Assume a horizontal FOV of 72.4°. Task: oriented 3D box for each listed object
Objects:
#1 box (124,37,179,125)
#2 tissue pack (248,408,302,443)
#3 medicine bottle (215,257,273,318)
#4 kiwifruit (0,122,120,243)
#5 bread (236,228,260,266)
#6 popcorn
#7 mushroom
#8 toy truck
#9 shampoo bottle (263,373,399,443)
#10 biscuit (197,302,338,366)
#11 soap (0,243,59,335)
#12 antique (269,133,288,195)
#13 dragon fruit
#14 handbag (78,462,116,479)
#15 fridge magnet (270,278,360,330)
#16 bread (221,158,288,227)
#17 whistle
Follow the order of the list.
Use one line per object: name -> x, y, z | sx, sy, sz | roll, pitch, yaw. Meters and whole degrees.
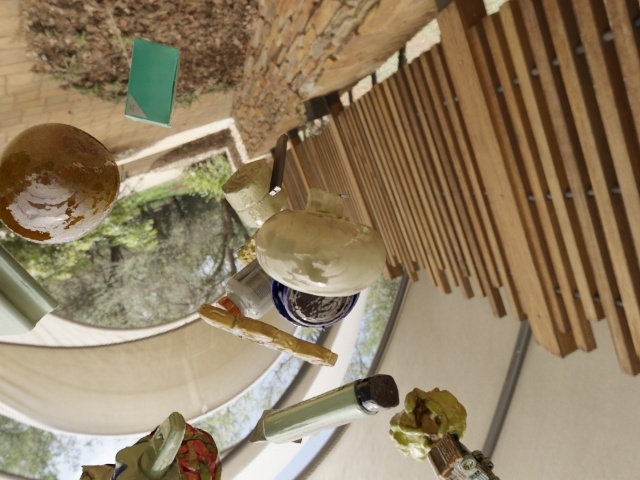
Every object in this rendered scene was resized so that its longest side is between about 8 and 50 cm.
box -> -0.474, -0.436, 1.252 | 0.118, 0.205, 0.311 | 6, -169, -19
tissue pack -> -0.128, 0.590, 1.392 | 0.192, 0.026, 0.123 | -12, -148, 26
medicine bottle -> -0.196, 0.145, 1.404 | 0.288, 0.157, 0.157 | -41, -162, -29
kiwifruit -> -0.485, -0.095, 0.799 | 0.233, 0.196, 0.196 | -32, -177, 28
bread -> -0.164, 0.050, 1.654 | 0.262, 0.163, 0.204 | 11, 128, -49
popcorn -> 0.345, 0.588, 1.397 | 0.256, 0.255, 0.195 | -31, -135, 10
mushroom -> 0.000, 0.000, 0.830 | 0.245, 0.203, 0.246 | 7, 176, 1
toy truck -> 0.390, 0.635, 1.168 | 0.140, 0.256, 0.108 | -45, -160, 7
shampoo bottle -> 0.026, 0.389, 1.001 | 0.134, 0.078, 0.359 | 17, 140, -41
biscuit -> -0.056, 0.148, 0.638 | 0.153, 0.234, 0.030 | 10, -108, 40
soap -> -0.651, 0.060, 0.824 | 0.159, 0.266, 0.088 | -9, -147, 30
antique -> -0.094, -0.177, 1.001 | 0.031, 0.015, 0.192 | -32, -141, 33
dragon fruit -> -0.386, 0.599, 1.098 | 0.302, 0.237, 0.231 | -41, -170, 25
handbag -> -0.348, 0.460, 0.750 | 0.117, 0.173, 0.095 | 6, -142, 21
fridge magnet -> -0.009, 0.137, 1.239 | 0.265, 0.266, 0.113 | -21, -158, -2
bread -> -0.175, -0.127, 1.204 | 0.133, 0.141, 0.148 | 16, -123, 44
whistle -> -0.254, 0.346, 0.616 | 0.092, 0.245, 0.110 | 20, -163, -33
